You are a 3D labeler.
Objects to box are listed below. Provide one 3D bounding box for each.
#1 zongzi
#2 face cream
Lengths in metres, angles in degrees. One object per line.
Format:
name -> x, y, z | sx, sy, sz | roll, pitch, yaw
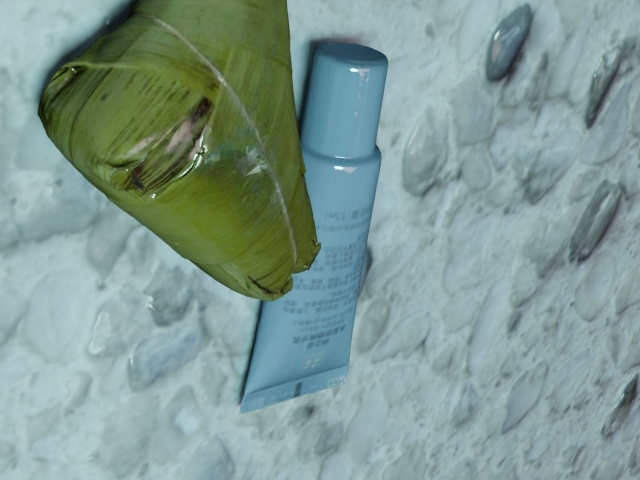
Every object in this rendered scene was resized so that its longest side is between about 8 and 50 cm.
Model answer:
zongzi -> -0.049, -0.125, 0.836 | 0.300, 0.145, 0.274 | -58, 140, -10
face cream -> 0.000, 0.000, 0.983 | 0.135, 0.086, 0.385 | -11, 124, -34
